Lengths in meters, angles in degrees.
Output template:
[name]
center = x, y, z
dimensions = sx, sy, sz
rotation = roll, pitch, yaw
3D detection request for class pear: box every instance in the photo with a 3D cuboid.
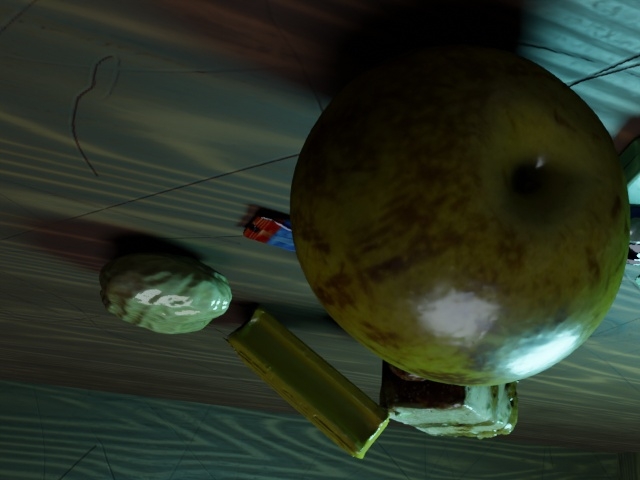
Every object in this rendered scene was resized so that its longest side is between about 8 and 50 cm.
[pear]
center = 0.108, -0.015, 0.579
dimensions = 0.281, 0.281, 0.281
rotation = 3, 159, 1

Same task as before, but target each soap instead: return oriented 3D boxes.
[soap]
center = -0.023, 0.269, 1.334
dimensions = 0.324, 0.096, 0.204
rotation = 38, 166, 14

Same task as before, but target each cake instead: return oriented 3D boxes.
[cake]
center = 0.236, 0.255, 1.342
dimensions = 0.196, 0.198, 0.293
rotation = -9, 154, 35

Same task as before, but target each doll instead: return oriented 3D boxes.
[doll]
center = 0.348, -0.009, 0.817
dimensions = 0.195, 0.070, 0.096
rotation = 7, 175, 10

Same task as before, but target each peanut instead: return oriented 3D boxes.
[peanut]
center = -0.244, 0.082, 1.093
dimensions = 0.197, 0.110, 0.233
rotation = 11, 156, -18

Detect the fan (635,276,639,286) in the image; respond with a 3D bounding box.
[fan]
center = 0.533, 0.052, 1.021
dimensions = 0.131, 0.009, 0.240
rotation = 5, 159, 4

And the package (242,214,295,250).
[package]
center = 0.000, 0.000, 0.957
dimensions = 0.200, 0.022, 0.083
rotation = 12, 156, -18

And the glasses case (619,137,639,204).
[glasses case]
center = 0.392, -0.064, 0.704
dimensions = 0.184, 0.039, 0.078
rotation = 4, 158, 0
